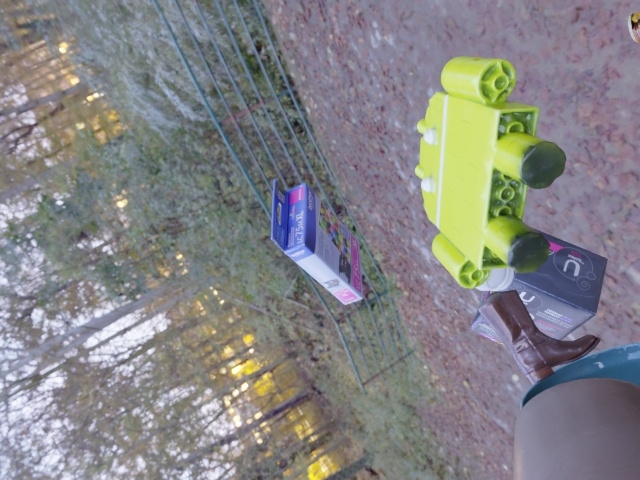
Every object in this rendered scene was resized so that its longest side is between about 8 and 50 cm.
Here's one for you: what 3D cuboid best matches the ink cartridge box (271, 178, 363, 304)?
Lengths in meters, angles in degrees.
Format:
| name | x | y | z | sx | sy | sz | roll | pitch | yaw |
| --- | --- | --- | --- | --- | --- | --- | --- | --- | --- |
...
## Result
| name | x | y | z | sx | sy | sz | roll | pitch | yaw |
| --- | --- | --- | --- | --- | --- | --- | --- | --- | --- |
| ink cartridge box | 0.000 | 0.000 | 1.077 | 0.311 | 0.065 | 0.186 | 42 | -145 | -40 |

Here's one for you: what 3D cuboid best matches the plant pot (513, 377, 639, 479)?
| name | x | y | z | sx | sy | sz | roll | pitch | yaw |
| --- | --- | --- | --- | --- | --- | --- | --- | --- | --- |
| plant pot | 0.283 | 0.259 | 0.412 | 0.229 | 0.263 | 0.263 | -79 | -29 | -55 |

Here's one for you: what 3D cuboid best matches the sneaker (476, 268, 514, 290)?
| name | x | y | z | sx | sy | sz | roll | pitch | yaw |
| --- | --- | --- | --- | --- | --- | --- | --- | --- | --- |
| sneaker | 0.248 | -0.028 | 0.723 | 0.080 | 0.094 | 0.212 | -23 | 69 | 49 |

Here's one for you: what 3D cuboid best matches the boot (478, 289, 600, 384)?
| name | x | y | z | sx | sy | sz | roll | pitch | yaw |
| --- | --- | --- | --- | --- | --- | --- | --- | --- | --- |
| boot | 0.263 | 0.100 | 0.558 | 0.114 | 0.106 | 0.037 | 60 | 168 | 22 |

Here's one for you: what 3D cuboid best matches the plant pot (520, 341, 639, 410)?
| name | x | y | z | sx | sy | sz | roll | pitch | yaw |
| --- | --- | --- | --- | --- | --- | --- | --- | --- | --- |
| plant pot | 0.481 | 0.295 | 0.676 | 0.293 | 0.293 | 0.196 | 132 | 115 | -76 |

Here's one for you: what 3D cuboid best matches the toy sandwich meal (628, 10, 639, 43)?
| name | x | y | z | sx | sy | sz | roll | pitch | yaw |
| --- | --- | --- | --- | --- | --- | --- | --- | --- | --- |
| toy sandwich meal | 0.812 | -0.544 | 1.170 | 0.029 | 0.085 | 0.086 | -10 | 111 | 52 |

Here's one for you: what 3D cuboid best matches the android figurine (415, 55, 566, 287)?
| name | x | y | z | sx | sy | sz | roll | pitch | yaw |
| --- | --- | --- | --- | --- | --- | --- | --- | --- | --- |
| android figurine | 0.168 | -0.078 | 0.526 | 0.273 | 0.056 | 0.248 | -112 | 17 | -63 |

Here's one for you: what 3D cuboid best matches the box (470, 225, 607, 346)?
| name | x | y | z | sx | sy | sz | roll | pitch | yaw |
| --- | --- | --- | --- | --- | --- | --- | --- | --- | --- |
| box | 0.459 | 0.122 | 0.996 | 0.165 | 0.143 | 0.270 | 25 | 151 | 12 |
